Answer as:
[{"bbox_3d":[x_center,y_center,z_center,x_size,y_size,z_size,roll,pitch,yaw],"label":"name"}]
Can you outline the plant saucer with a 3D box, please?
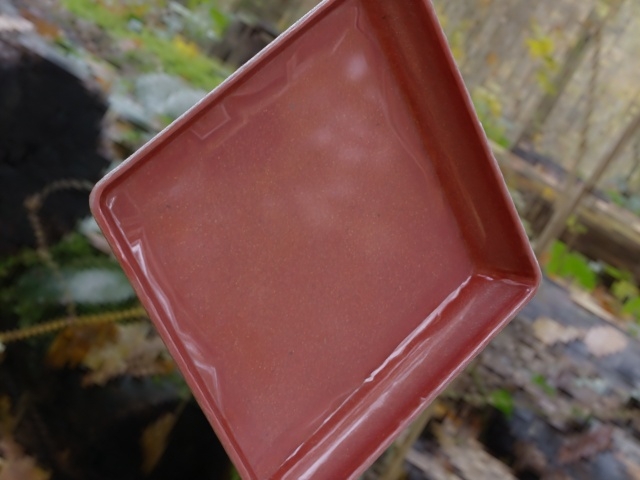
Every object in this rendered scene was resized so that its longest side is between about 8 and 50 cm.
[{"bbox_3d":[0.000,0.000,0.962,0.047,0.259,0.258,12,-44,49],"label":"plant saucer"}]
